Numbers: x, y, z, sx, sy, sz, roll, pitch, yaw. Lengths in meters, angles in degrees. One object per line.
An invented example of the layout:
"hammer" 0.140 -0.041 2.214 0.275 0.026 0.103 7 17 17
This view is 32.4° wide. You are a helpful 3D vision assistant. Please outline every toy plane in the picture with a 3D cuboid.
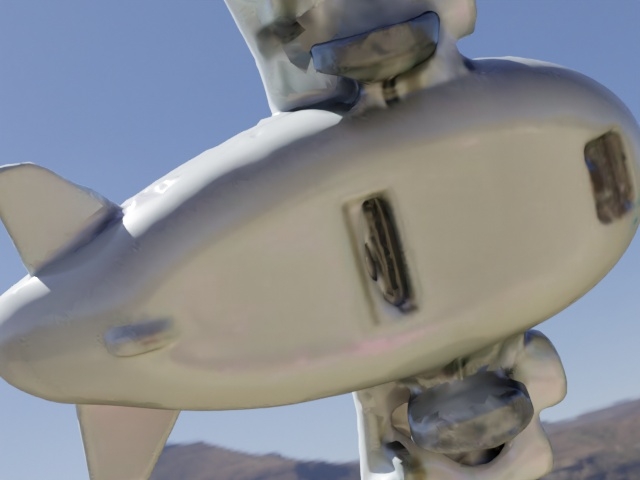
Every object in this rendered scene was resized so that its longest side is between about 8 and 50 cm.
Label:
"toy plane" 0.002 0.001 0.427 0.267 0.266 0.122 -12 12 -10
